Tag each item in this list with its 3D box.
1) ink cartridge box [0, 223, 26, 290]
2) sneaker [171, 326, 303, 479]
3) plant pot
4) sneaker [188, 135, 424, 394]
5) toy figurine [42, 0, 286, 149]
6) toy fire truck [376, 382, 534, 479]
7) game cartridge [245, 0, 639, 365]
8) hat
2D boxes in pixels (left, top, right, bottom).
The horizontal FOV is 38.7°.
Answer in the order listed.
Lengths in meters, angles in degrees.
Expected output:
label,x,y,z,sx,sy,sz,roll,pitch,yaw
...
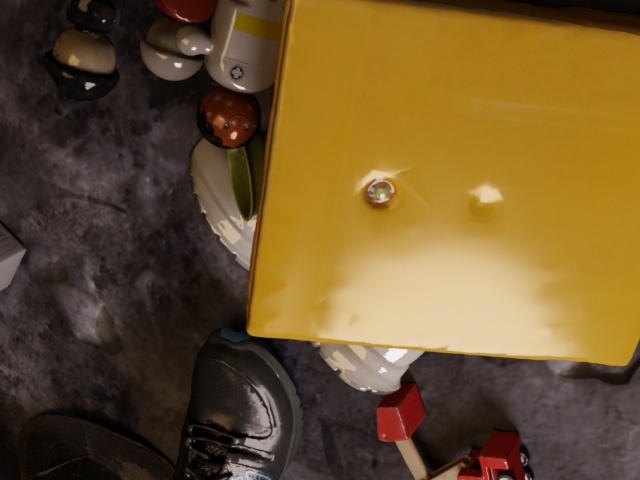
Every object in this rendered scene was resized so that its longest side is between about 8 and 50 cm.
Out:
label,x,y,z,sx,sy,sz,roll,pitch,yaw
ink cartridge box,-0.485,-0.005,1.094,0.203,0.148,0.086,43,129,5
sneaker,-0.105,0.258,1.003,0.125,0.140,0.340,17,120,26
plant pot,-0.032,-0.063,0.784,0.083,0.079,0.083,171,90,-75
sneaker,0.000,0.000,0.851,0.297,0.111,0.129,45,106,4
toy figurine,-0.089,-0.166,0.736,0.210,0.213,0.148,25,112,13
toy fire truck,0.139,0.236,0.903,0.135,0.047,0.192,-3,113,33
game cartridge,0.118,-0.038,0.684,0.324,0.052,0.285,5,121,-8
hat,-0.315,0.384,1.200,0.331,0.134,0.331,13,119,26
